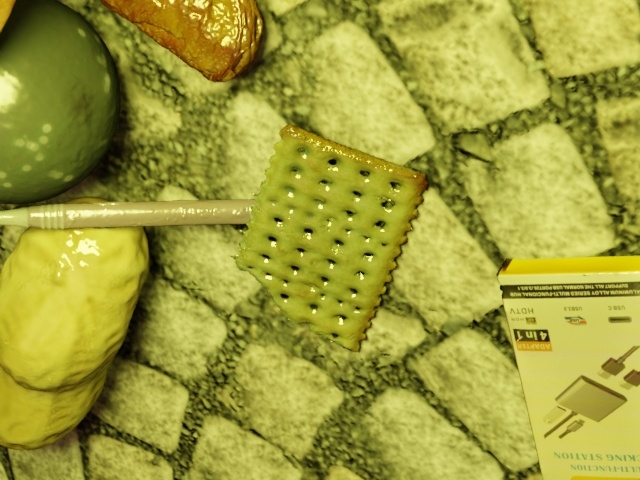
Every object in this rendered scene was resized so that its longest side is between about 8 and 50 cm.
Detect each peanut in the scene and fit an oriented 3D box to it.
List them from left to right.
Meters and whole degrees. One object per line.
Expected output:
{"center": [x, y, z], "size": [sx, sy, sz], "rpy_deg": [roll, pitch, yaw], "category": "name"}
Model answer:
{"center": [-0.259, 0.089, 1.313], "size": [0.147, 0.147, 0.319], "rpy_deg": [35, 128, 5], "category": "peanut"}

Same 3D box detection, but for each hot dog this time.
{"center": [-0.112, -0.194, 1.127], "size": [0.147, 0.065, 0.099], "rpy_deg": [33, 128, -7], "category": "hot dog"}

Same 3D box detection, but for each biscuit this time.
{"center": [0.000, -0.001, 1.196], "size": [0.144, 0.016, 0.203], "rpy_deg": [22, 126, -1], "category": "biscuit"}

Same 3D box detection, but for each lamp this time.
{"center": [-0.312, -0.113, 1.215], "size": [0.314, 0.182, 0.182], "rpy_deg": [-10, 112, 41], "category": "lamp"}

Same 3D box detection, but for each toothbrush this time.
{"center": [-0.218, -0.021, 1.196], "size": [0.354, 0.029, 0.024], "rpy_deg": [-2, 94, -6], "category": "toothbrush"}

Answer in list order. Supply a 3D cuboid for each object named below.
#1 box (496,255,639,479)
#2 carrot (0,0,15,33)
{"center": [0.235, 0.127, 1.153], "size": [0.129, 0.033, 0.247], "rpy_deg": [-3, 115, 28], "category": "box"}
{"center": [-0.331, -0.273, 1.063], "size": [0.258, 0.100, 0.307], "rpy_deg": [7, 91, 35], "category": "carrot"}
